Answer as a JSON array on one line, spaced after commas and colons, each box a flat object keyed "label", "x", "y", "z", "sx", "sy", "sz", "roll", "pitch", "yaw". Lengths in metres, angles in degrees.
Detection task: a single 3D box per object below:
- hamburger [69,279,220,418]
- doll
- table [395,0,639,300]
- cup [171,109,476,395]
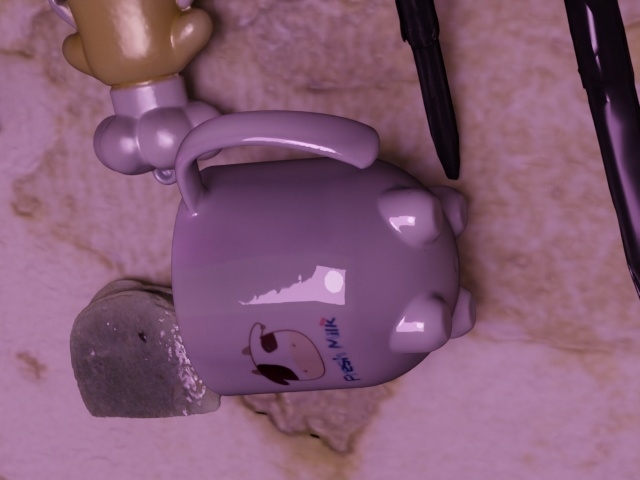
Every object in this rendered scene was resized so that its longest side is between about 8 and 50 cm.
[{"label": "hamburger", "x": -0.116, "y": 0.068, "z": 0.849, "sx": 0.121, "sy": 0.054, "sz": 0.084, "roll": -8, "pitch": 102, "yaw": 30}, {"label": "doll", "x": -0.108, "y": -0.112, "z": 0.793, "sx": 0.106, "sy": 0.062, "sz": 0.163, "roll": -5, "pitch": 101, "yaw": 26}, {"label": "table", "x": 0.124, "y": -0.126, "z": 0.599, "sx": 0.317, "sy": 0.317, "sz": 0.249, "roll": -12, "pitch": 114, "yaw": 23}, {"label": "cup", "x": 0.004, "y": -0.001, "z": 0.737, "sx": 0.142, "sy": 0.134, "sz": 0.174, "roll": -5, "pitch": 107, "yaw": 21}]
